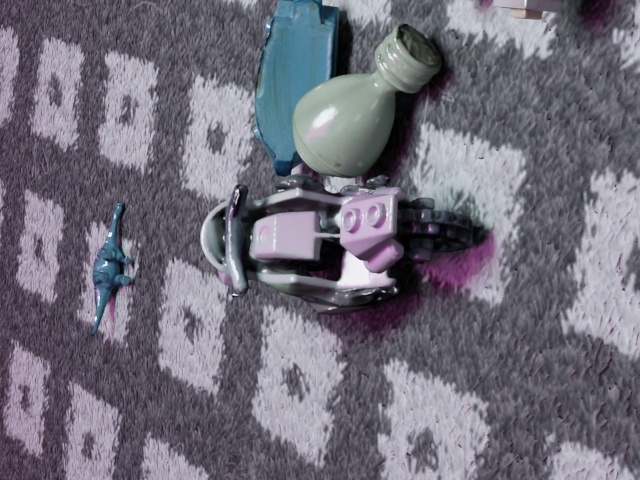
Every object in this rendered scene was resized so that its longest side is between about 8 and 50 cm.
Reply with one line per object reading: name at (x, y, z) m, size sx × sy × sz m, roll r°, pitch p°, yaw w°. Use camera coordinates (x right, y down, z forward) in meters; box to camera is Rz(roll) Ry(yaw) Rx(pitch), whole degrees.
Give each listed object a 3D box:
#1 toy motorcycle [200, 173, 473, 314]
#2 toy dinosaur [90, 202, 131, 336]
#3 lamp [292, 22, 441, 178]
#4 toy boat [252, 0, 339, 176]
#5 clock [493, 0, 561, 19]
toy motorcycle at (0.000, 0.000, 1.485) m, size 0.327 × 0.188 × 0.143 m, roll -10°, pitch 74°, yaw 55°
toy dinosaur at (-0.300, 0.044, 2.044) m, size 0.080 × 0.045 × 0.197 m, roll -161°, pitch 82°, yaw -67°
lamp at (0.047, -0.141, 1.508) m, size 0.193 × 0.106 × 0.106 m, roll -42°, pitch 55°, yaw 35°
toy boat at (-0.028, -0.177, 1.642) m, size 0.102 × 0.088 × 0.215 m, roll -88°, pitch 6°, yaw -79°
clock at (0.157, -0.357, 1.289) m, size 0.235 × 0.166 × 0.309 m, roll 17°, pitch 105°, yaw 54°
